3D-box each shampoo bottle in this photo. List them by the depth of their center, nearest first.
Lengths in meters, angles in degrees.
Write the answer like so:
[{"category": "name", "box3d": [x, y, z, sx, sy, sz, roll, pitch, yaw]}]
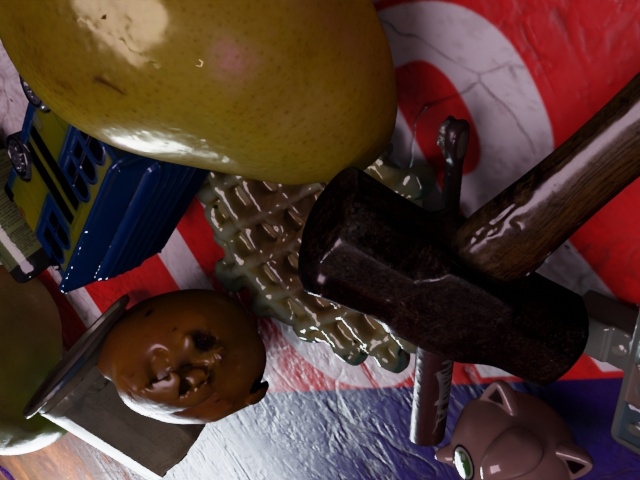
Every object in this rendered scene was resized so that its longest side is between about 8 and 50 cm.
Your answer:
[{"category": "shampoo bottle", "box3d": [-0.457, -0.078, 1.224, 0.101, 0.101, 0.284, -26, 103, 49]}]

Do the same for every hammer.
[{"category": "hammer", "box3d": [0.187, -0.049, 0.626, 0.242, 0.095, 0.409, 28, 130, -21]}]

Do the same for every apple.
[{"category": "apple", "box3d": [-0.504, 0.205, 1.397, 0.258, 0.233, 0.295, 12, 130, 38]}]

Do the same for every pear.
[{"category": "pear", "box3d": [-0.092, -0.170, 0.691, 0.336, 0.285, 0.285, 52, 140, -1]}]

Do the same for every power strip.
[{"category": "power strip", "box3d": [0.283, 0.091, 0.753, 0.145, 0.061, 0.215, 27, 136, 32]}]

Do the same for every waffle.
[{"category": "waffle", "box3d": [0.000, 0.000, 0.918, 0.309, 0.056, 0.291, 19, 132, 26]}]

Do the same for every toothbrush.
[{"category": "toothbrush", "box3d": [0.108, 0.054, 0.813, 0.041, 0.041, 0.364, 21, 130, 28]}]

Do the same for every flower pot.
[{"category": "flower pot", "box3d": [-0.265, 0.212, 1.248, 0.202, 0.212, 0.212, 40, 142, -15]}]

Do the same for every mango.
[{"category": "mango", "box3d": [-0.160, 0.138, 1.061, 0.287, 0.201, 0.152, 153, 109, -72]}]

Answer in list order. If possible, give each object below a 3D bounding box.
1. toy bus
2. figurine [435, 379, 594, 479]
[{"category": "toy bus", "box3d": [-0.222, -0.083, 0.929, 0.175, 0.138, 0.287, 56, 144, 11]}, {"category": "figurine", "box3d": [0.186, 0.207, 0.875, 0.125, 0.125, 0.138, 39, 142, 9]}]
